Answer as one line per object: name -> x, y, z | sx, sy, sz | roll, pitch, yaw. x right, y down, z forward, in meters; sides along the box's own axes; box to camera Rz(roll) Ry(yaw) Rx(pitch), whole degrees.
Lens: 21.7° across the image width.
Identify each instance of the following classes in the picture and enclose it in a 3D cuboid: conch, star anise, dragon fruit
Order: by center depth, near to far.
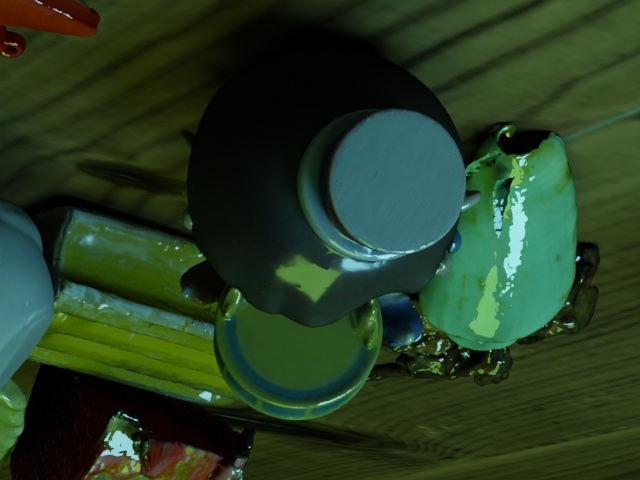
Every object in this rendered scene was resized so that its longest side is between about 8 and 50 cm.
conch -> 0.116, -0.002, 0.992 | 0.105, 0.079, 0.170 | -24, 143, -34
star anise -> 0.095, 0.064, 1.146 | 0.177, 0.073, 0.234 | 1, 151, -26
dragon fruit -> -0.139, 0.176, 1.281 | 0.161, 0.126, 0.274 | 20, -177, -21

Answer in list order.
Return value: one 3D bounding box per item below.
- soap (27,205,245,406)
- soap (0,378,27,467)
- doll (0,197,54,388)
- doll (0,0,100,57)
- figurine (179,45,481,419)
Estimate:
soap -> -0.110, 0.056, 1.181 | 0.257, 0.080, 0.160 | 18, 157, -36
soap -> -0.390, 0.122, 1.306 | 0.306, 0.115, 0.427 | 18, 164, -13
doll -> -0.281, 0.032, 0.993 | 0.221, 0.221, 0.251 | 7, 169, -11
doll -> -0.191, -0.121, 0.744 | 0.109, 0.057, 0.169 | -13, 155, 30
figurine -> 0.001, -0.009, 0.872 | 0.161, 0.158, 0.275 | 7, 160, 1
